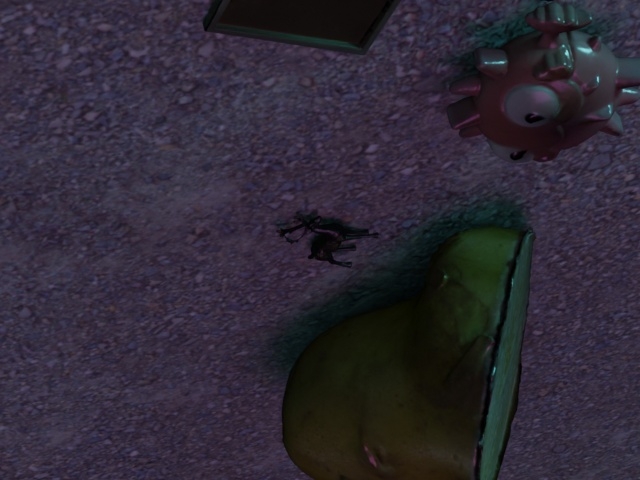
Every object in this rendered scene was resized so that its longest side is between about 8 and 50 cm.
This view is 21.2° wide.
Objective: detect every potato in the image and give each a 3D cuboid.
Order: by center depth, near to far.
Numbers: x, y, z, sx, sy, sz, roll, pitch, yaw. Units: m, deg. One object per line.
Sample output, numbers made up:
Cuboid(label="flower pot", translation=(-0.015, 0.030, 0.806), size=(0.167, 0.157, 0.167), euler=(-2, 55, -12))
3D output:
Cuboid(label="potato", translation=(0.094, 0.162, 2.116), size=(0.296, 0.290, 0.397), euler=(9, 129, 13))

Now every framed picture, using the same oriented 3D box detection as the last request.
Cuboid(label="framed picture", translation=(0.017, -0.269, 1.609), size=(0.184, 0.016, 0.250), euler=(4, 142, -27))

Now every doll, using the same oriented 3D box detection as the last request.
Cuboid(label="doll", translation=(0.238, -0.160, 1.795), size=(0.211, 0.093, 0.262), euler=(-4, 149, -6))

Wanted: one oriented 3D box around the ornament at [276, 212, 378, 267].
Cuboid(label="ornament", translation=(0.000, 0.000, 2.003), size=(0.125, 0.028, 0.073), euler=(7, 141, -35))
